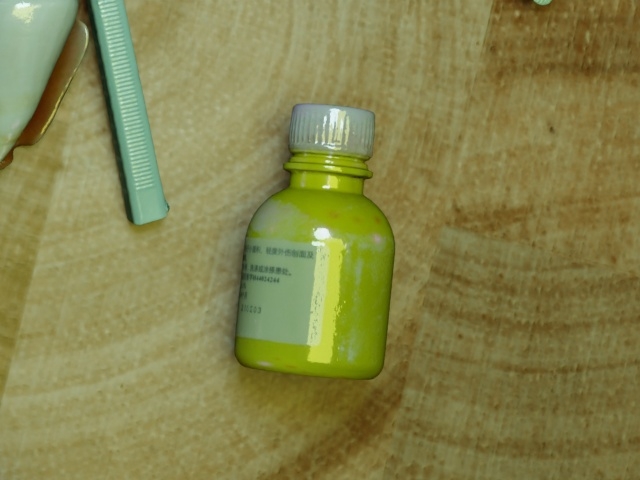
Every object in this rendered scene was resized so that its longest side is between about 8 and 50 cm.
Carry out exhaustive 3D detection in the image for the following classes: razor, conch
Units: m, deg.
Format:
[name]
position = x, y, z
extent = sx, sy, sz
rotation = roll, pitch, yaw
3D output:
[razor]
position = -0.155, -0.149, 1.519
extent = 0.056, 0.111, 0.278
rotation = -7, 103, -20
[conch]
position = -0.227, -0.131, 1.485
extent = 0.094, 0.104, 0.176
rotation = -2, 95, 2

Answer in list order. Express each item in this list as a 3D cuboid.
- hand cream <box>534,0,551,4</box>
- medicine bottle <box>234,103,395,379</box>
[hand cream]
position = 0.231, -0.359, 1.646
extent = 0.147, 0.093, 0.306
rotation = 41, 80, -22
[medicine bottle]
position = 0.000, 0.000, 1.554
extent = 0.121, 0.122, 0.212
rotation = 6, 89, -20
